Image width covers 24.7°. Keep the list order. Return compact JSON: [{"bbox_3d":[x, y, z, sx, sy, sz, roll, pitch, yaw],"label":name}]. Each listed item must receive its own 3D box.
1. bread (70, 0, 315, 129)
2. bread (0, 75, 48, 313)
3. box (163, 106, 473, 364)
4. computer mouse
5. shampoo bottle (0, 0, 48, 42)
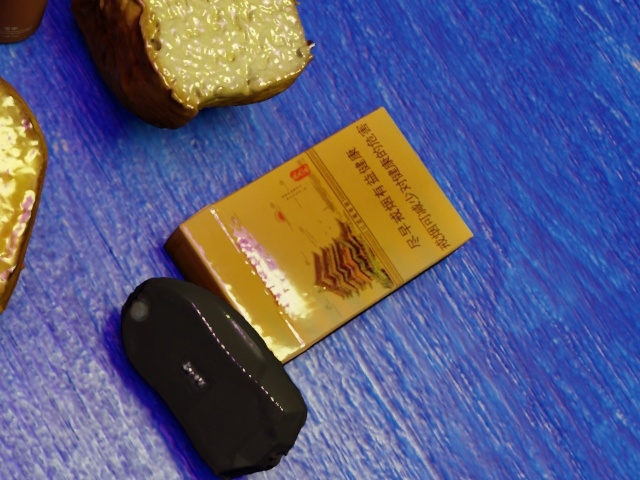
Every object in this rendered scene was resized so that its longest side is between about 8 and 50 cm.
[{"bbox_3d":[-0.151,-0.258,1.488,0.194,0.179,0.340,-13,74,-24],"label":"bread"},{"bbox_3d":[-0.388,-0.044,1.314,0.312,0.172,0.312,2,85,-27],"label":"bread"},{"bbox_3d":[0.000,0.000,1.507,0.274,0.076,0.174,-32,83,-26],"label":"box"},{"bbox_3d":[-0.104,0.128,1.407,0.217,0.122,0.073,52,26,10],"label":"computer mouse"},{"bbox_3d":[-0.290,-0.277,1.407,0.085,0.244,0.085,7,67,-18],"label":"shampoo bottle"}]
